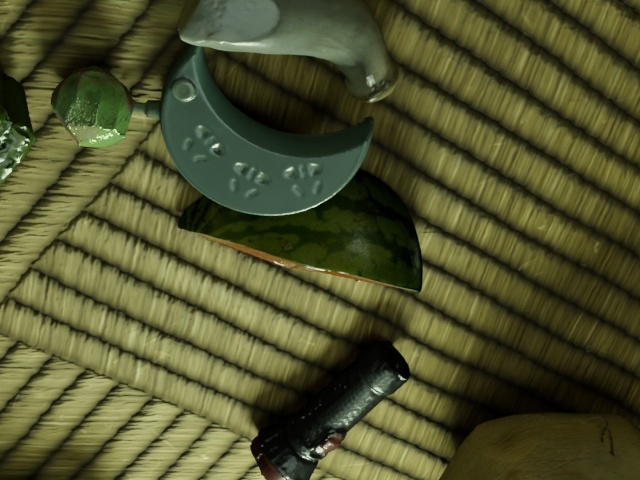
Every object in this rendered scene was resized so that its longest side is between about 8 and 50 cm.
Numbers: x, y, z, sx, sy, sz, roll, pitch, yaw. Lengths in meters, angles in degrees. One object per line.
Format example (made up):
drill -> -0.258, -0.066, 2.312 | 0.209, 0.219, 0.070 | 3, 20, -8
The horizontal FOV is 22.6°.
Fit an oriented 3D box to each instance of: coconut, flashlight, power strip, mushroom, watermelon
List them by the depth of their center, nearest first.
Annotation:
mushroom -> -0.016, -0.220, 1.639 | 0.270, 0.103, 0.118 | 16, 123, -34
coconut -> -0.236, -0.142, 1.657 | 0.083, 0.081, 0.082 | 8, 163, 5
power strip -> -0.082, -0.114, 1.699 | 0.253, 0.054, 0.167 | 23, 118, -10
watermelon -> 0.010, -0.025, 1.832 | 0.303, 0.159, 0.128 | 14, 86, -28
flashlight -> 0.016, 0.222, 2.036 | 0.232, 0.093, 0.093 | -41, 128, 19
coconut -> 0.301, 0.403, 2.114 | 0.360, 0.346, 0.346 | -1, 130, -7

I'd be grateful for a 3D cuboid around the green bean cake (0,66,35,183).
green bean cake -> -0.417, -0.107, 1.607 | 0.200, 0.113, 0.214 | 29, 116, -33
